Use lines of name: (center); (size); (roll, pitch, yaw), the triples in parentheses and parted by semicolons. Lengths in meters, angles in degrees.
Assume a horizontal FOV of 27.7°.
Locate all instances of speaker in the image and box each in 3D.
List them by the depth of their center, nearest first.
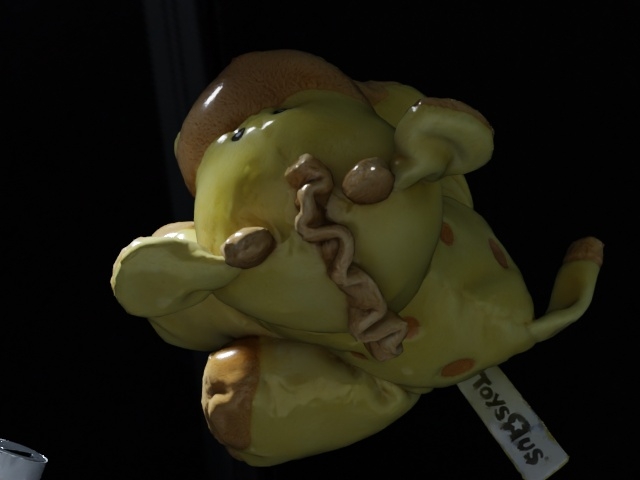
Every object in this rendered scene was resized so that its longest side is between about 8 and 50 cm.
speaker: (-0.260, 0.223, 1.006); (0.055, 0.055, 0.136); (20, -92, -1)

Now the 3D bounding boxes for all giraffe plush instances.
giraffe plush: (0.000, 0.000, 0.503); (0.210, 0.170, 0.181); (34, -96, 30)
